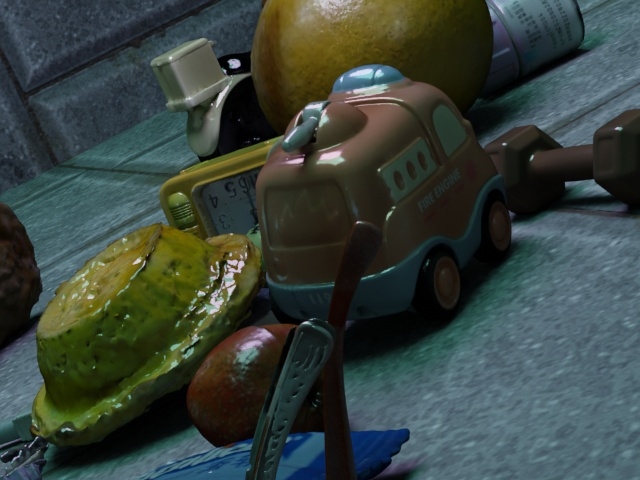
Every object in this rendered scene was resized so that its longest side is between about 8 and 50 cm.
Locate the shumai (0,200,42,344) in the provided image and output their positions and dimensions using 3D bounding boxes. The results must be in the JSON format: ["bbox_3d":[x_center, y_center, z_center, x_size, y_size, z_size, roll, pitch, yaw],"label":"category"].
[{"bbox_3d":[-0.478,0.078,2.195,0.267,0.314,0.262,-58,36,19],"label":"shumai"}]

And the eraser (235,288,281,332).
[{"bbox_3d":[-0.088,0.088,1.750,0.092,0.046,0.212,-32,15,-26],"label":"eraser"}]

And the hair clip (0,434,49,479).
[{"bbox_3d":[-0.314,0.246,1.426,0.292,0.084,0.106,-34,-22,-50],"label":"hair clip"}]

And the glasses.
[{"bbox_3d":[-0.018,0.140,0.951,0.118,0.268,0.234,-2,17,14],"label":"glasses"}]

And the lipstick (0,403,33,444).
[{"bbox_3d":[-0.313,0.193,1.788,0.129,0.030,0.030,-21,14,18],"label":"lipstick"}]

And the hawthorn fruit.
[{"bbox_3d":[-0.047,0.125,1.387,0.128,0.128,0.128,-24,13,6],"label":"hawthorn fruit"}]

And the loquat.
[{"bbox_3d":[0.053,-0.269,2.266,0.328,0.359,0.328,-30,-10,-6],"label":"loquat"}]

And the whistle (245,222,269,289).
[{"bbox_3d":[0.000,0.000,1.840,0.227,0.085,0.105,-19,7,-38],"label":"whistle"}]

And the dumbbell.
[{"bbox_3d":[0.254,-0.076,1.688,0.082,0.092,0.231,0,-3,-32],"label":"dumbbell"}]

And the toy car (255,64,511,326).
[{"bbox_3d":[0.049,-0.048,1.612,0.180,0.212,0.270,-5,21,33],"label":"toy car"}]

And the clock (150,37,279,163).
[{"bbox_3d":[-0.046,-0.245,2.520,0.379,0.276,0.120,-37,18,-30],"label":"clock"}]

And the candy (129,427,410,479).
[{"bbox_3d":[-0.104,0.206,1.263,0.331,0.077,0.187,-16,9,26],"label":"candy"}]

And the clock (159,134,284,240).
[{"bbox_3d":[-0.076,-0.038,2.014,0.202,0.143,0.096,-17,8,33],"label":"clock"}]

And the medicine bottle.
[{"bbox_3d":[0.268,-0.294,2.418,0.168,0.135,0.135,-26,13,-9],"label":"medicine bottle"}]

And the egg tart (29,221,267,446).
[{"bbox_3d":[-0.186,0.081,1.683,0.288,0.118,0.288,-34,22,16],"label":"egg tart"}]
